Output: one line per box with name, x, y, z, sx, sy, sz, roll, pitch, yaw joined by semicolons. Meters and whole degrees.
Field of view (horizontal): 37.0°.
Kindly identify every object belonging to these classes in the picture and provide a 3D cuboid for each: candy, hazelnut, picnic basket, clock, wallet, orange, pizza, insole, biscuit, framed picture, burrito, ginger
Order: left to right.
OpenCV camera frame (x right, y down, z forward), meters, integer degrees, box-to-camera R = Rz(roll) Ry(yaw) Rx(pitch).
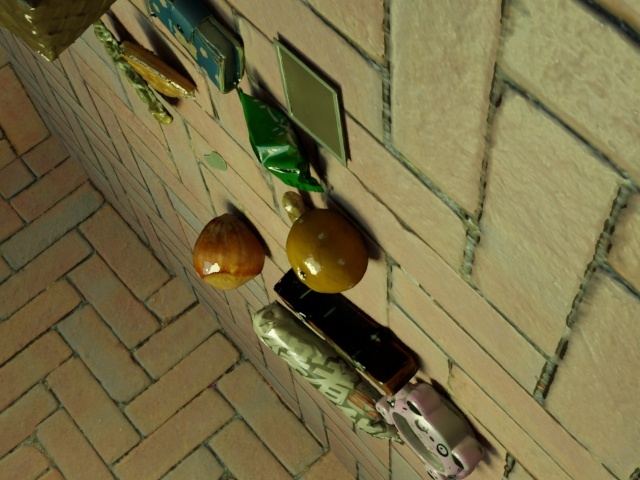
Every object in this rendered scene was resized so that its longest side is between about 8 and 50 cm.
picnic basket;-0.479;-0.498;1.556;0.321;0.291;0.254;42;165;3
biscuit;-0.401;-0.351;2.098;0.274;0.036;0.187;54;179;13
pizza;-0.324;-0.337;1.947;0.185;0.052;0.195;35;173;-4
wallet;-0.209;-0.347;1.562;0.202;0.059;0.141;49;163;10
insole;-0.238;-0.179;2.154;0.053;0.002;0.152;56;165;-17
hazelnut;-0.229;0.028;2.300;0.182;0.182;0.182;47;165;17
candy;-0.078;-0.160;1.587;0.203;0.078;0.141;53;166;16
framed picture;-0.011;-0.203;1.408;0.142;0.011;0.183;44;163;27
ginger;0.000;0.000;1.783;0.176;0.052;0.193;42;167;28
orange;0.009;0.021;1.655;0.156;0.124;0.156;48;167;15
burrito;0.030;0.297;2.097;0.445;0.101;0.139;42;166;0
clock;0.227;0.385;1.939;0.228;0.090;0.248;50;164;6

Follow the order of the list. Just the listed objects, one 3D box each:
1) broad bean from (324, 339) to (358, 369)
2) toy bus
broad bean;0.077;0.266;2.189;0.060;0.043;0.297;64;164;-12
toy bus;0.047;0.180;1.985;0.409;0.093;0.092;38;168;45
